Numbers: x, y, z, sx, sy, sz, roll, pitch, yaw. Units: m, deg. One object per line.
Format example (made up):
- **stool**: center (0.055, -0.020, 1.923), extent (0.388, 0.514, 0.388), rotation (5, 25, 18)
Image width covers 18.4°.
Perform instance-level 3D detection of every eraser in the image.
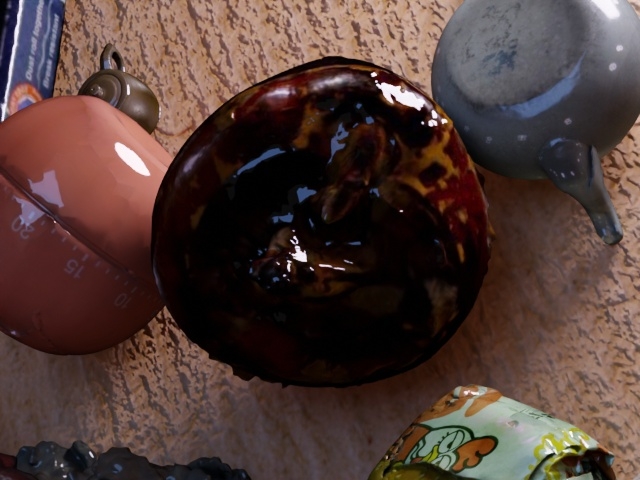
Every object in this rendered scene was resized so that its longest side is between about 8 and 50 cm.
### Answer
- **eraser**: center (-0.357, -0.136, 2.008), extent (0.155, 0.101, 0.332), rotation (-6, 64, 26)

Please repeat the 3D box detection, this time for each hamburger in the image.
- **hamburger**: center (0.114, 0.223, 1.543), extent (0.235, 0.125, 0.214), rotation (-38, 16, -6)

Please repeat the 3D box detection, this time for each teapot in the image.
- **teapot**: center (-0.207, -0.141, 1.954), extent (0.076, 0.068, 0.121), rotation (-12, 62, 22)
- **teapot**: center (0.194, -0.143, 1.719), extent (0.193, 0.129, 0.294), rotation (-26, 56, 14)

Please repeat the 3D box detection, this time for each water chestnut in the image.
- **water chestnut**: center (0.000, 0.000, 1.646), extent (0.300, 0.300, 0.300), rotation (-11, 63, 22)

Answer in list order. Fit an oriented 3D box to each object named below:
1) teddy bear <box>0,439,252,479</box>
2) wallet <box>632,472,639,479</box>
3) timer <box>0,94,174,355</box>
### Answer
- **teddy bear**: center (-0.230, 0.253, 1.668), extent (0.367, 0.224, 0.357), rotation (-25, 21, 10)
- **wallet**: center (0.307, 0.298, 1.486), extent (0.275, 0.068, 0.335), rotation (-40, 57, 3)
- **timer**: center (-0.230, -0.012, 1.809), extent (0.215, 0.229, 0.229), rotation (-46, 55, 6)
